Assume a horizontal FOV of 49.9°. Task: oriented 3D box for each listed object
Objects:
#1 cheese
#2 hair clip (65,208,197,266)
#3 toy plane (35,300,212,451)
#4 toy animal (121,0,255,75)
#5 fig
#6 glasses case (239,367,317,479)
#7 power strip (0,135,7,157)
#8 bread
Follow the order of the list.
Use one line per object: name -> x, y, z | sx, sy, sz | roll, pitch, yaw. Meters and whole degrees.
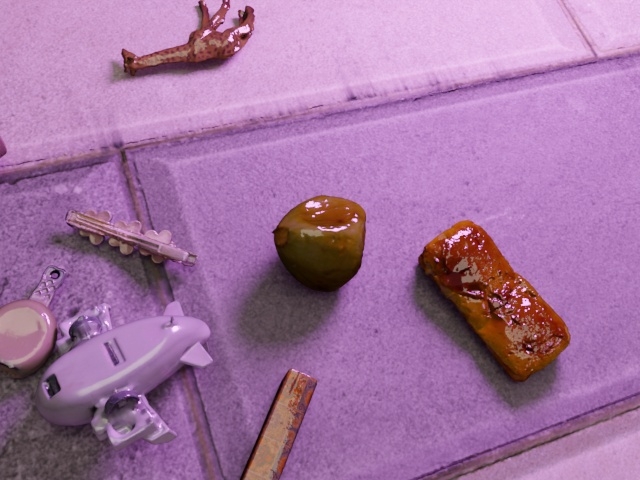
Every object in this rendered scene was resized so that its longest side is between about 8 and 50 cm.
cheese -> -0.428, 0.114, 1.001 | 0.092, 0.047, 0.171 | 5, 64, -11
hair clip -> -0.295, -0.004, 1.085 | 0.214, 0.056, 0.062 | 18, 79, 8
toy plane -> -0.271, 0.178, 0.963 | 0.252, 0.118, 0.252 | 0, 49, 0
toy animal -> -0.233, -0.368, 1.268 | 0.149, 0.054, 0.275 | 39, 65, 11
fig -> 0.000, 0.000, 1.079 | 0.166, 0.154, 0.144 | 13, 38, -55
glasses case -> -0.068, 0.294, 0.967 | 0.049, 0.075, 0.218 | 24, 63, 0
power strip -> -0.565, -0.171, 1.057 | 0.154, 0.154, 0.078 | 38, 67, 8
bread -> 0.280, 0.096, 1.129 | 0.139, 0.077, 0.271 | -33, 77, -20
